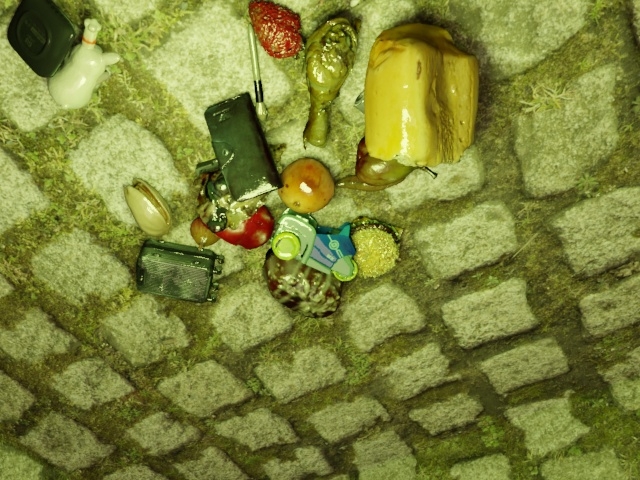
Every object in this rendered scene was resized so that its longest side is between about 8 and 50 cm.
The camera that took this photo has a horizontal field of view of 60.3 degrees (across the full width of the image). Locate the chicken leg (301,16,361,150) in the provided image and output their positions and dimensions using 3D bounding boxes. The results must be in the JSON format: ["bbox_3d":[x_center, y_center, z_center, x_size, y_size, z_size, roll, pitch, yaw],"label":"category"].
[{"bbox_3d":[0.013,-0.453,1.656,0.152,0.201,0.430,16,133,5],"label":"chicken leg"}]

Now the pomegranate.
[{"bbox_3d":[-0.046,-0.181,1.830,0.191,0.191,0.191,-1,126,-1],"label":"pomegranate"}]

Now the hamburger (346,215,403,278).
[{"bbox_3d":[0.174,0.029,2.014,0.261,0.139,0.243,17,124,-15],"label":"hamburger"}]

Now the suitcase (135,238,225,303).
[{"bbox_3d":[-0.528,0.117,2.060,0.311,0.128,0.202,11,125,-10],"label":"suitcase"}]

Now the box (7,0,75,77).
[{"bbox_3d":[-0.788,-0.581,1.543,0.212,0.042,0.201,48,118,8],"label":"box"}]

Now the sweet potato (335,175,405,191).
[{"bbox_3d":[0.176,-0.203,1.892,0.243,0.077,0.077,-12,126,15],"label":"sweet potato"}]

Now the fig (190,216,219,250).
[{"bbox_3d":[-0.419,-0.030,1.958,0.119,0.153,0.119,5,106,20],"label":"fig"}]

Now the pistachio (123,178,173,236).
[{"bbox_3d":[-0.593,-0.108,1.900,0.152,0.126,0.223,8,135,38],"label":"pistachio"}]

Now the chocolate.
[{"bbox_3d":[-0.057,0.165,2.063,0.340,0.210,0.225,29,122,-21],"label":"chocolate"}]

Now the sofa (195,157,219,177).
[{"bbox_3d":[-0.359,-0.201,1.877,0.085,0.060,0.147,-14,125,8],"label":"sofa"}]

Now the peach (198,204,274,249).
[{"bbox_3d":[-0.274,-0.073,1.886,0.267,0.159,0.154,25,114,-37],"label":"peach"}]

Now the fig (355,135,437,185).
[{"bbox_3d":[0.246,-0.247,1.780,0.274,0.170,0.145,13,170,5],"label":"fig"}]

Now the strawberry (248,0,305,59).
[{"bbox_3d":[-0.122,-0.598,1.583,0.140,0.085,0.192,-13,124,10],"label":"strawberry"}]

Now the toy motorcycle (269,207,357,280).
[{"bbox_3d":[0.000,0.000,1.907,0.326,0.191,0.200,24,103,-4],"label":"toy motorcycle"}]

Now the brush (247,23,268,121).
[{"bbox_3d":[-0.192,-0.503,1.677,0.038,0.042,0.300,-13,126,-15],"label":"brush"}]

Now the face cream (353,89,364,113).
[{"bbox_3d":[0.232,-0.376,1.761,0.283,0.073,0.073,33,119,-23],"label":"face cream"}]

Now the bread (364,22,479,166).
[{"bbox_3d":[0.278,-0.419,1.593,0.360,0.250,0.395,-15,108,-40],"label":"bread"}]

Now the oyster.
[{"bbox_3d":[-0.245,-0.180,1.782,0.360,0.096,0.221,-29,85,-3],"label":"oyster"}]

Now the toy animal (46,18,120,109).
[{"bbox_3d":[-0.681,-0.512,1.602,0.140,0.138,0.282,30,113,-30],"label":"toy animal"}]

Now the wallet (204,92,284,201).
[{"bbox_3d":[-0.246,-0.288,1.717,0.172,0.045,0.318,-19,90,2],"label":"wallet"}]
